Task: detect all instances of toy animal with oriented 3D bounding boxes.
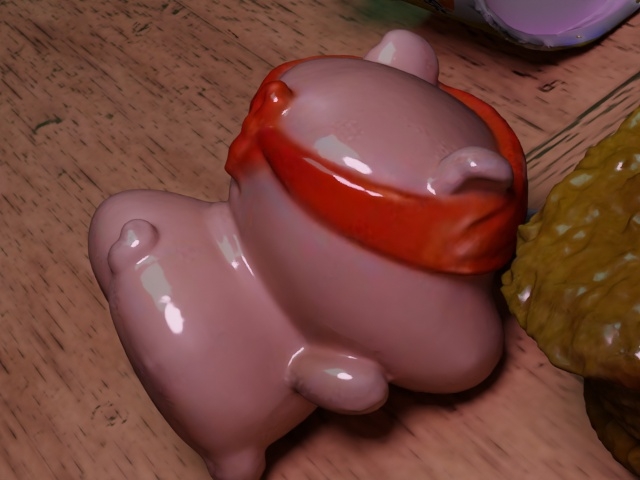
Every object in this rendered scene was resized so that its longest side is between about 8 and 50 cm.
[{"bbox_3d":[0.000,0.000,0.839,0.198,0.171,0.171,-33,31,11],"label":"toy animal"}]

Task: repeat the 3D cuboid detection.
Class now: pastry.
[{"bbox_3d":[0.173,0.014,0.715,0.189,0.103,0.188,-22,33,15],"label":"pastry"}]

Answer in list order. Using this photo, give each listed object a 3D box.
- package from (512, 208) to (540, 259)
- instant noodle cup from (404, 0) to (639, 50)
[{"bbox_3d":[0.114,-0.002,0.868,0.110,0.015,0.037,5,45,41],"label":"package"},{"bbox_3d":[0.101,-0.198,1.007,0.205,0.205,0.153,-37,43,-11],"label":"instant noodle cup"}]
